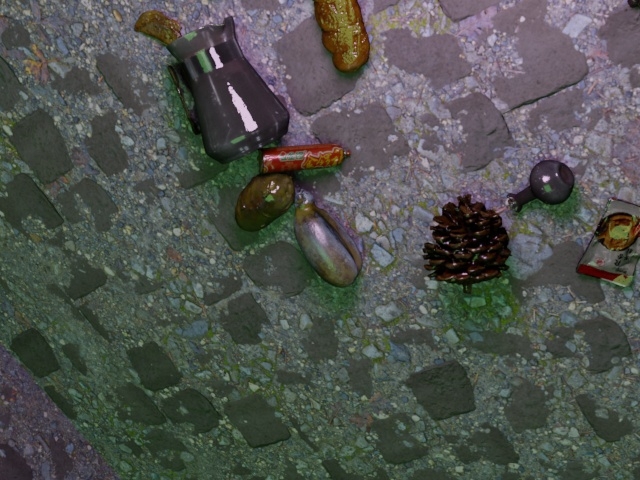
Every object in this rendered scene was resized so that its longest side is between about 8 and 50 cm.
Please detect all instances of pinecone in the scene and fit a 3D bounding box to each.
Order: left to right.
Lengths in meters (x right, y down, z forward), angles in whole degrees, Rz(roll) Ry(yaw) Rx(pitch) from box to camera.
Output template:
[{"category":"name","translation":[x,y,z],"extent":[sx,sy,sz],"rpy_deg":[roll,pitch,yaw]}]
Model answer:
[{"category":"pinecone","translation":[0.406,0.014,1.903],"extent":[0.243,0.243,0.257],"rpy_deg":[25,104,5]}]

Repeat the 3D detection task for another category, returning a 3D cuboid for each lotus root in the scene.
[{"category":"lotus root","translation":[0.000,0.000,2.085],"extent":[0.140,0.158,0.322],"rpy_deg":[-33,95,32]}]

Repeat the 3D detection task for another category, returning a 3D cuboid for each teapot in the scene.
[{"category":"teapot","translation":[-0.263,-0.404,1.914],"extent":[0.300,0.253,0.344],"rpy_deg":[-5,113,54]}]

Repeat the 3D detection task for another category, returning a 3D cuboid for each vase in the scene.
[{"category":"vase","translation":[0.568,-0.133,1.830],"extent":[0.120,0.120,0.183],"rpy_deg":[47,137,-10]}]

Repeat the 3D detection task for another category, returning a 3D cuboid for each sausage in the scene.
[{"category":"sausage","translation":[-0.043,-0.235,1.965],"extent":[0.263,0.083,0.083],"rpy_deg":[-6,121,-11]}]

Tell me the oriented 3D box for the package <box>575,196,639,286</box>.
[{"category":"package","translation":[0.800,0.010,1.869],"extent":[0.154,0.030,0.239],"rpy_deg":[19,123,7]}]

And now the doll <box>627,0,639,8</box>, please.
[{"category":"doll","translation":[0.703,-0.597,1.538],"extent":[0.139,0.057,0.165],"rpy_deg":[14,127,9]}]

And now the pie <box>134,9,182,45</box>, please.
[{"category":"pie","translation":[-0.450,-0.599,1.973],"extent":[0.169,0.034,0.092],"rpy_deg":[30,127,9]}]

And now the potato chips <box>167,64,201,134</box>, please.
[{"category":"potato chips","translation":[-0.391,-0.395,2.004],"extent":[0.029,0.202,0.220],"rpy_deg":[-23,131,-5]}]

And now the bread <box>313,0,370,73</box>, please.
[{"category":"bread","translation":[0.040,-0.595,1.766],"extent":[0.124,0.084,0.344],"rpy_deg":[-12,113,19]}]

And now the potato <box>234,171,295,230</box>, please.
[{"category":"potato","translation":[-0.174,-0.118,2.081],"extent":[0.141,0.176,0.298],"rpy_deg":[51,146,-6]}]
